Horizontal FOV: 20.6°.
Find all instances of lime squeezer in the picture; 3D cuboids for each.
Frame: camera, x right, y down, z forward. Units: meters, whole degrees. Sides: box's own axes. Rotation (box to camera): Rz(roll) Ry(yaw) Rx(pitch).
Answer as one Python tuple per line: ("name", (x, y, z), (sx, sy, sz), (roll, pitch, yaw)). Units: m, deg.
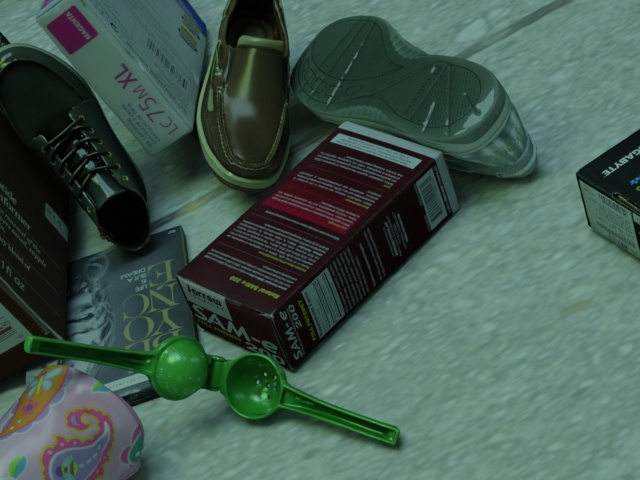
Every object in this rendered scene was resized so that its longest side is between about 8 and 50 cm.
("lime squeezer", (-0.092, 0.122, 1.473), (0.310, 0.058, 0.110), (15, 19, -5))

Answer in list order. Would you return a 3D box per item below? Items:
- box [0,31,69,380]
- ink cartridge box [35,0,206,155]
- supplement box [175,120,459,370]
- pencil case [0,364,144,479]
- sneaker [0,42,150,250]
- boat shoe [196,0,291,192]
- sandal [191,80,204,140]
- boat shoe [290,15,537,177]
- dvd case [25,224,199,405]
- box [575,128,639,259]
("box", (-0.349, -0.048, 1.724), (0.143, 0.191, 0.381), (-29, 37, 14))
("ink cartridge box", (-0.200, -0.229, 1.854), (0.065, 0.186, 0.311), (-32, 22, 17))
("supplement box", (0.000, 0.000, 1.610), (0.130, 0.073, 0.239), (22, 54, 42))
("pencil case", (-0.267, 0.230, 1.433), (0.124, 0.124, 0.284), (16, 53, 39))
("sneaker", (-0.232, -0.092, 1.697), (0.083, 0.222, 0.118), (-39, 26, 1))
("boat shoe", (-0.074, -0.166, 1.771), (0.095, 0.095, 0.257), (5, 48, -11))
("sandal", (-0.102, -0.124, 1.826), (0.072, 0.049, 0.180), (-24, 38, -3))
("boat shoe", (0.084, -0.135, 1.725), (0.320, 0.103, 0.118), (24, 75, 51))
("dvd case", (-0.198, 0.080, 1.654), (0.165, 0.018, 0.221), (-18, 38, 4))
("box", (0.417, -0.052, 1.474), (0.295, 0.073, 0.293), (-33, 40, -15))
